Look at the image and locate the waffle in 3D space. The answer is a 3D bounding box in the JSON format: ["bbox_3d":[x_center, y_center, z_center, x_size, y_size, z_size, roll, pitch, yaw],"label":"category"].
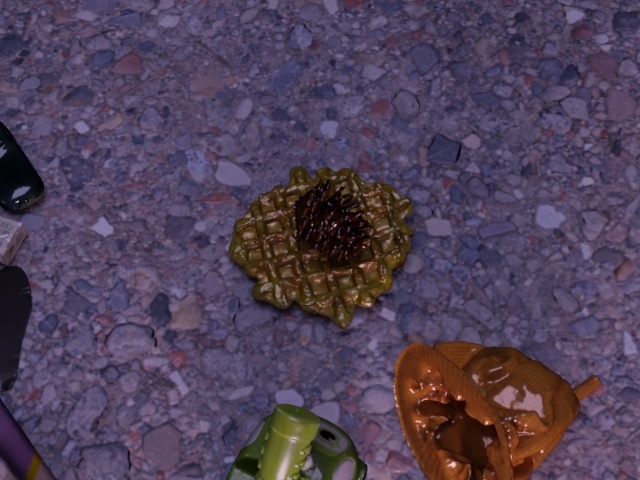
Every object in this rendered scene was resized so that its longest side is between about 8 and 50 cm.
[{"bbox_3d":[0.000,0.000,1.471,0.238,0.059,0.243,29,66,18],"label":"waffle"}]

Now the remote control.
[{"bbox_3d":[-0.480,-0.131,1.566,0.072,0.042,0.222,-32,64,-14],"label":"remote control"}]

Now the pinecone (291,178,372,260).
[{"bbox_3d":[0.013,-0.020,1.409,0.102,0.102,0.109,-38,91,-19],"label":"pinecone"}]

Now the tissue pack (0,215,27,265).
[{"bbox_3d":[-0.463,-0.006,1.494,0.083,0.042,0.062,17,63,11],"label":"tissue pack"}]

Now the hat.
[{"bbox_3d":[0.249,0.197,1.281,0.233,0.244,0.233,-15,67,-23],"label":"hat"}]

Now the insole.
[{"bbox_3d":[-0.426,0.117,1.442,0.064,0.004,0.188,-2,60,1],"label":"insole"}]

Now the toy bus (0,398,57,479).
[{"bbox_3d":[-0.417,0.272,1.103,0.249,0.440,0.209,20,62,10],"label":"toy bus"}]

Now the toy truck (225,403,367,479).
[{"bbox_3d":[-0.043,0.287,1.232,0.148,0.210,0.187,23,81,14],"label":"toy truck"}]
